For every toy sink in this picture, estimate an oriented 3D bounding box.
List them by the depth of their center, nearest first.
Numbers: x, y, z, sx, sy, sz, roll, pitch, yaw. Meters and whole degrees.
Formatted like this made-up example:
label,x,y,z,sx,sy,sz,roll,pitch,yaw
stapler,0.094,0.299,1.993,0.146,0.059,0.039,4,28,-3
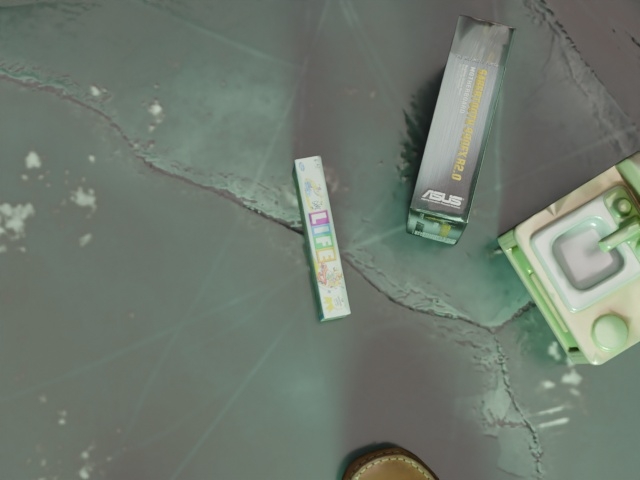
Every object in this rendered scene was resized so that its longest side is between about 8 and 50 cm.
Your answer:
label,x,y,z,sx,sy,sz,roll,pitch,yaw
toy sink,0.264,0.024,1.732,0.131,0.234,0.153,-31,88,-4

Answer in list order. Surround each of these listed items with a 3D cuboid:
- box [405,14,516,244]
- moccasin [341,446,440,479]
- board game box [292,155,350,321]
label,x,y,z,sx,sy,sz,roll,pitch,yaw
box,0.129,-0.098,1.738,0.056,0.231,0.183,15,85,2
moccasin,0.110,0.382,1.744,0.139,0.147,0.380,-13,86,-3
board game box,0.000,0.000,1.790,0.026,0.103,0.154,-10,87,-3
